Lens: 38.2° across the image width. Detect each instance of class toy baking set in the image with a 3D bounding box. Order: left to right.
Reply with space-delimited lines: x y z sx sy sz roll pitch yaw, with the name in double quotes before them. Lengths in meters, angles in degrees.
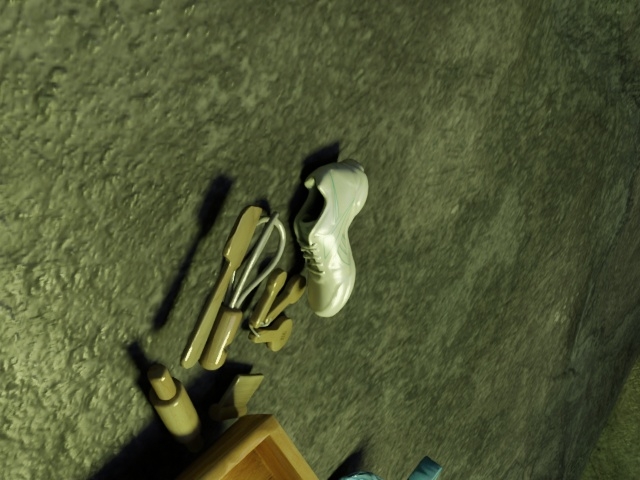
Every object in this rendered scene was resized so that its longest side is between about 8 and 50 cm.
"toy baking set" -0.083 0.078 0.812 0.196 0.030 0.256 -56 158 -21

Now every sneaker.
"sneaker" 0.000 0.000 0.853 0.061 0.054 0.152 -11 114 -44

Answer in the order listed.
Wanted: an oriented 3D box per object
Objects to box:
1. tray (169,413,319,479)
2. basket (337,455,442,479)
"tray" -0.144 0.354 0.768 0.411 0.202 0.076 -39 -171 -30
"basket" 0.052 0.402 1.134 0.255 0.201 0.289 -46 158 -24
